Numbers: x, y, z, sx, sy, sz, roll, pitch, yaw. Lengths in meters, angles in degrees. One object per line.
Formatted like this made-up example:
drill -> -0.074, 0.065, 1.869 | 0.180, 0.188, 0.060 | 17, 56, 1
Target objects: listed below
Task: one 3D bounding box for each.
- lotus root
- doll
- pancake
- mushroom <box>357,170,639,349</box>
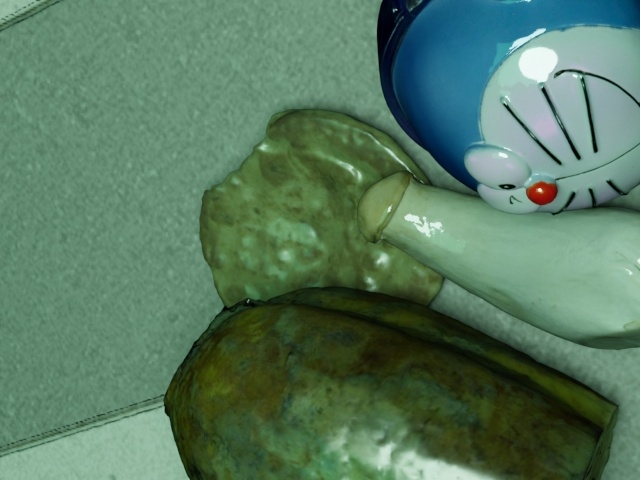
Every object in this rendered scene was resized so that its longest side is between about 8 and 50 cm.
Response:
lotus root -> 0.046, 0.167, 1.340 | 0.346, 0.250, 0.250 | 26, 114, 15
doll -> 0.192, -0.140, 1.198 | 0.310, 0.284, 0.240 | -21, 52, 19
pancake -> 0.000, 0.000, 1.452 | 0.222, 0.042, 0.236 | 29, 118, 14
mushroom -> 0.157, 0.015, 1.323 | 0.270, 0.118, 0.103 | 13, 69, 27
